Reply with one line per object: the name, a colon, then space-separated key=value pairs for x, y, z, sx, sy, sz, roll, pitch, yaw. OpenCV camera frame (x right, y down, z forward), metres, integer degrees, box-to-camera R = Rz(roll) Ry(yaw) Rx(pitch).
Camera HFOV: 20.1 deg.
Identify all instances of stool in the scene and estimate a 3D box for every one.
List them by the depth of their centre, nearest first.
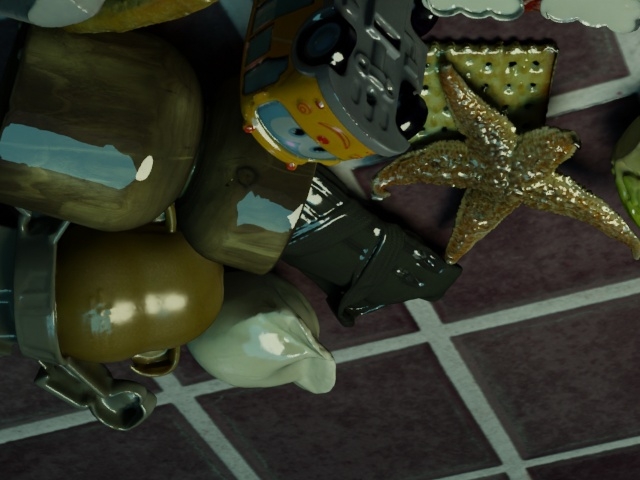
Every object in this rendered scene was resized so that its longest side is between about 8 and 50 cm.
stool: x=-0.150 y=-0.089 z=1.569 sx=0.264 sy=0.179 sz=0.179 roll=17 pitch=139 yaw=-14

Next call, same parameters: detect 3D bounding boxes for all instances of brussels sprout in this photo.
brussels sprout: x=0.342 y=-0.063 z=1.680 sx=0.155 sy=0.117 sz=0.155 roll=0 pitch=121 yaw=1

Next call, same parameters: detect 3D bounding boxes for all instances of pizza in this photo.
pizza: x=-0.123 y=-0.230 z=1.427 sx=0.292 sy=0.197 sz=0.058 roll=14 pitch=138 yaw=59

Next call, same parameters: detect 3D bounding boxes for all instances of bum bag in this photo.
bum bag: x=0.000 y=0.000 z=1.780 sx=0.142 sy=0.079 sz=0.326 roll=-33 pitch=130 yaw=30

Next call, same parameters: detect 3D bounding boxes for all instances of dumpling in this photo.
dumpling: x=-0.062 y=0.099 z=1.861 sx=0.229 sy=0.124 sz=0.151 roll=16 pitch=159 yaw=50

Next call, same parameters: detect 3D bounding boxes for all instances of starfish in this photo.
starfish: x=0.171 y=-0.051 z=1.711 sx=0.295 sy=0.048 sz=0.231 roll=35 pitch=137 yaw=-27

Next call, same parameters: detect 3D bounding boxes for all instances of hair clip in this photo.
hair clip: x=0.164 y=-0.221 z=1.436 sx=0.220 sy=0.054 sz=0.140 roll=3 pitch=138 yaw=-6

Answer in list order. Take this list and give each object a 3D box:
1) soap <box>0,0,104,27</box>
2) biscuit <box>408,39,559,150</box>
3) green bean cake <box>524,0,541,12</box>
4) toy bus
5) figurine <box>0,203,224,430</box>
soap: x=-0.228 y=-0.311 z=1.403 sx=0.159 sy=0.257 sz=0.302 roll=34 pitch=173 yaw=-35
biscuit: x=0.114 y=-0.133 z=1.663 sx=0.203 sy=0.016 sz=0.144 roll=-2 pitch=142 yaw=-1
green bean cake: x=0.199 y=-0.250 z=1.484 sx=0.135 sy=0.056 sz=0.135 roll=-7 pitch=142 yaw=9
toy bus: x=0.008 y=-0.159 z=1.482 sx=0.136 sy=0.209 sz=0.126 roll=-16 pitch=140 yaw=34
figurine: x=-0.236 y=0.043 z=1.758 sx=0.285 sy=0.167 sz=0.342 roll=-1 pitch=144 yaw=2
